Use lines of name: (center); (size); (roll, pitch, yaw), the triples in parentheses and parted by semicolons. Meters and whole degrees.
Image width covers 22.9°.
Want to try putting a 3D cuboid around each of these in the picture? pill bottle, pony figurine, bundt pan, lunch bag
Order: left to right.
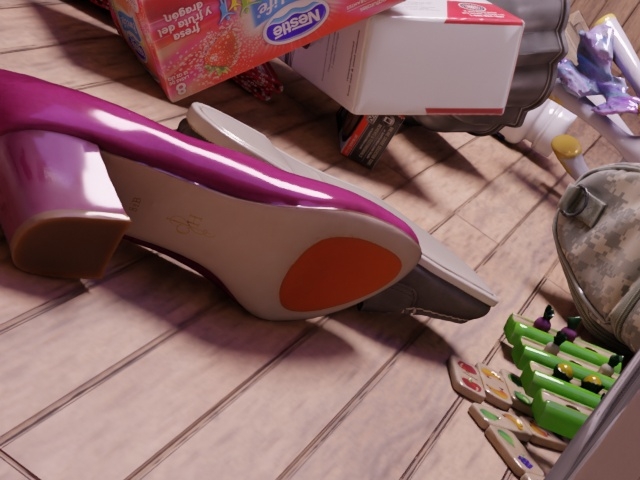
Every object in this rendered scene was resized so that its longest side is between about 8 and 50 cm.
bundt pan: (0.145, -0.281, 1.951); (0.124, 0.330, 0.331); (-16, 48, -40)
pill bottle: (0.272, -0.205, 2.259); (0.187, 0.112, 0.112); (35, 18, 4)
pony figurine: (0.427, -0.102, 1.987); (0.363, 0.303, 0.351); (56, -14, 23)
lunch bag: (0.415, 0.044, 1.686); (0.305, 0.212, 0.256); (20, 20, -42)

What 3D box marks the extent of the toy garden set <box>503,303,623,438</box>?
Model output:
toy garden set: (0.273, 0.130, 1.367); (0.204, 0.049, 0.244); (22, 14, -6)

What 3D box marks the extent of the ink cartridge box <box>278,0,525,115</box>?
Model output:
ink cartridge box: (0.065, -0.237, 1.759); (0.197, 0.114, 0.273); (-2, 26, -29)

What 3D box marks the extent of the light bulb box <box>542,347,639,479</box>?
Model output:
light bulb box: (0.306, 0.233, 0.971); (0.361, 0.225, 0.358); (36, 19, 9)

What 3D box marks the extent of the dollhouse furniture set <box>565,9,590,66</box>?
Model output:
dollhouse furniture set: (0.259, -0.417, 2.435); (0.394, 0.362, 0.256); (61, 18, -7)

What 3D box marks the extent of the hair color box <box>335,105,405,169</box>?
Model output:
hair color box: (0.055, -0.140, 1.776); (0.043, 0.072, 0.141); (29, 18, -13)

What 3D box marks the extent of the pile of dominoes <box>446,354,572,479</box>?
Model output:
pile of dominoes: (0.226, 0.163, 1.330); (0.251, 0.040, 0.196); (20, 22, -38)

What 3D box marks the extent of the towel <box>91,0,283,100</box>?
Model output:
towel: (-0.176, -0.254, 1.746); (0.275, 0.031, 0.199); (27, 16, -24)

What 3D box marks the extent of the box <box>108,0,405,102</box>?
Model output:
box: (-0.060, -0.283, 1.569); (0.154, 0.300, 0.142); (50, -19, 44)

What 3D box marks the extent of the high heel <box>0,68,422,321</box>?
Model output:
high heel: (-0.090, -0.048, 1.175); (0.377, 0.127, 0.181); (12, 38, -42)

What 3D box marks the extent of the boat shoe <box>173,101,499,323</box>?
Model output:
boat shoe: (0.000, 0.000, 1.317); (0.335, 0.095, 0.112); (30, 15, -28)
